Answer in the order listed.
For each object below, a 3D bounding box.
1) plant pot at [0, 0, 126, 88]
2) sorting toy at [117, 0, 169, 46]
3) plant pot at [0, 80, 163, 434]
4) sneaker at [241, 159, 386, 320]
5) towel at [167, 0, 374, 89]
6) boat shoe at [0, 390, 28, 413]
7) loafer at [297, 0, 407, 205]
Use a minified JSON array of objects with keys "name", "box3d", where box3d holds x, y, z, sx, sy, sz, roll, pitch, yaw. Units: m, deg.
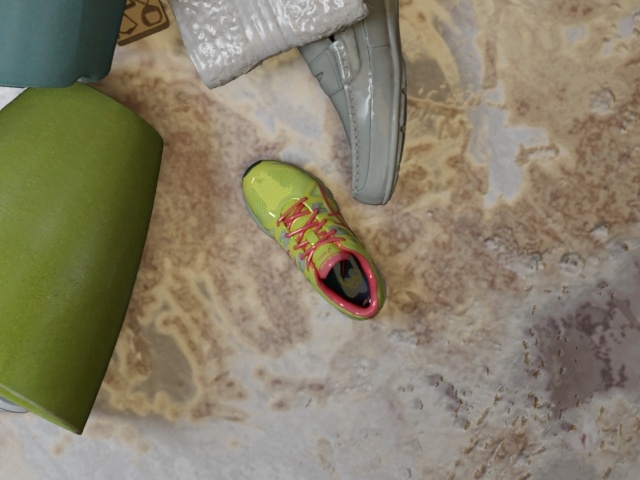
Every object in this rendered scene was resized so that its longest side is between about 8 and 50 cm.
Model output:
[{"name":"plant pot","box3d":[-0.295,-0.330,1.566,0.341,0.341,0.334,9,106,-7]},{"name":"sorting toy","box3d":[-0.203,-0.230,1.735,0.083,0.012,0.062,-23,105,-5]},{"name":"plant pot","box3d":[-0.283,-0.005,1.660,0.275,0.275,0.293,30,79,-9]},{"name":"sneaker","box3d":[0.000,0.000,1.751,0.081,0.094,0.208,-42,99,4]},{"name":"towel","box3d":[-0.079,-0.311,1.664,0.187,0.049,0.282,-23,83,14]},{"name":"boat shoe","box3d":[-0.350,0.166,1.778,0.100,0.035,0.035,14,125,-11]},{"name":"loafer","box3d":[0.029,-0.193,1.721,0.111,0.112,0.319,-3,92,0]}]
